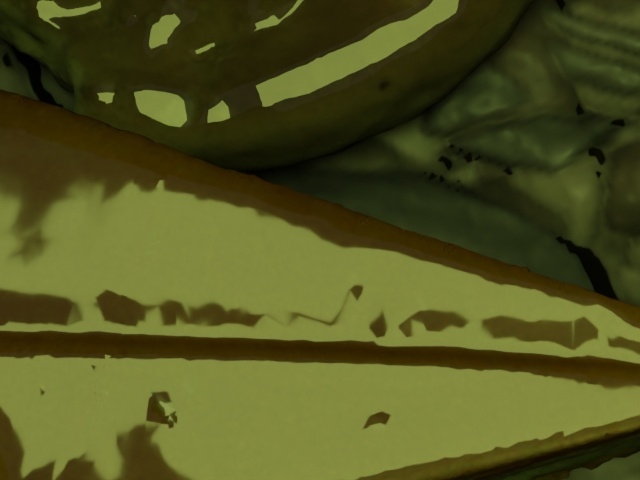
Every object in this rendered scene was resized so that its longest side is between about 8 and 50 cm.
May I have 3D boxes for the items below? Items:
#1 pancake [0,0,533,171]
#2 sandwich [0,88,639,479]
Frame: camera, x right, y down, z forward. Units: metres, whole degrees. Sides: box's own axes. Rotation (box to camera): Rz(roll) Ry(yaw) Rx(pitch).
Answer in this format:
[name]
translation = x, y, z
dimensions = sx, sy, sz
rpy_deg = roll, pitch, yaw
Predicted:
[pancake]
translation = -0.037, -0.133, 0.554
dimensions = 0.222, 0.042, 0.236
rpy_deg = -34, 76, 2
[sandwich]
translation = 0.000, 0.000, 0.485
dimensions = 0.187, 0.117, 0.144
rpy_deg = -17, 81, 5
